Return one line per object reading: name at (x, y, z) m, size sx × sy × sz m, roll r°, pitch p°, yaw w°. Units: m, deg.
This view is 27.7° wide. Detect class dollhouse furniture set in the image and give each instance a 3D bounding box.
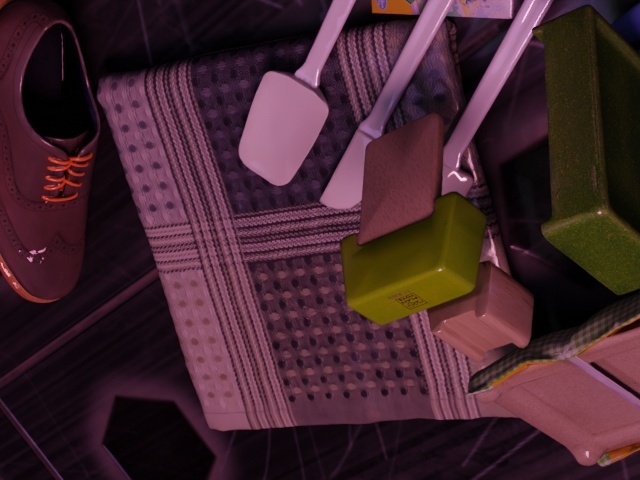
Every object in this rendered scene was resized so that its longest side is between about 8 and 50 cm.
dollhouse furniture set at (0.182, 0.016, 0.882) m, size 0.197 × 0.151 × 0.301 m, roll -24°, pitch 138°, yaw 35°

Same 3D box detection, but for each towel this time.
towel at (0.000, 0.000, 1.018) m, size 0.312 × 0.056 × 0.324 m, roll -7°, pitch 108°, yaw 27°

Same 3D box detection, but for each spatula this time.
spatula at (0.051, -0.113, 0.900) m, size 0.168 × 0.019 × 0.242 m, roll 33°, pitch 121°, yaw 10°

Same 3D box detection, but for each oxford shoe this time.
oxford shoe at (-0.227, -0.063, 1.053) m, size 0.098 × 0.097 × 0.271 m, roll 29°, pitch 130°, yaw 48°

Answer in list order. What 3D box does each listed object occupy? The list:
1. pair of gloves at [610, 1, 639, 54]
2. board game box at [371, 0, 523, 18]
pair of gloves at (0.274, -0.091, 0.834) m, size 0.198 × 0.023 × 0.159 m, roll 41°, pitch 126°, yaw 6°
board game box at (0.081, -0.228, 0.866) m, size 0.103 × 0.026 × 0.154 m, roll 7°, pitch 116°, yaw 25°
